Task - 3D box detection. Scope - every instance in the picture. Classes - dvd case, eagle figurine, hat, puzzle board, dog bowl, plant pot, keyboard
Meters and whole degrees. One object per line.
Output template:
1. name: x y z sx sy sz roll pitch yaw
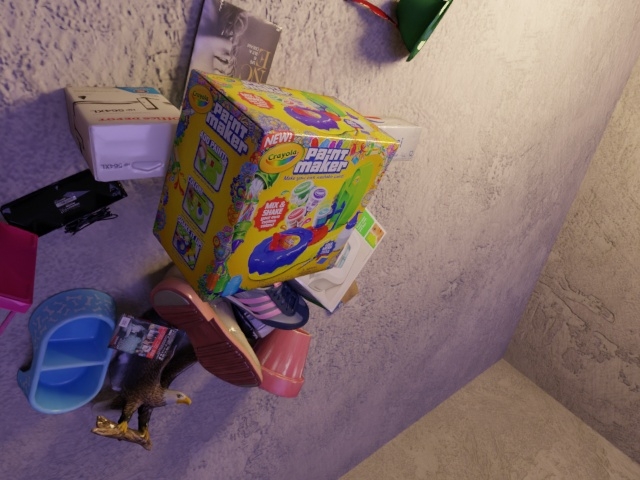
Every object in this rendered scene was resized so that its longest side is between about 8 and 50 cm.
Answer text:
1. dvd case: -0.382 0.209 0.890 0.119 0.013 0.087 23 104 -27
2. dvd case: -0.176 -0.332 0.805 0.165 0.018 0.221 2 118 -42
3. eagle figurine: -0.400 0.341 1.013 0.225 0.298 0.226 24 148 -12
4. hat: 0.187 -0.546 0.961 0.173 0.184 0.208 -53 -179 14
5. puzzle board: 0.074 0.188 1.420 0.128 0.011 0.096 -37 139 -14
6. dog bowl: -0.532 0.245 0.882 0.166 0.074 0.297 7 114 -44
7. plant pot: -0.122 0.342 1.241 0.201 0.201 0.180 30 82 -49
8. keyboard: -0.459 -0.061 0.758 0.192 0.038 0.100 -30 112 -19

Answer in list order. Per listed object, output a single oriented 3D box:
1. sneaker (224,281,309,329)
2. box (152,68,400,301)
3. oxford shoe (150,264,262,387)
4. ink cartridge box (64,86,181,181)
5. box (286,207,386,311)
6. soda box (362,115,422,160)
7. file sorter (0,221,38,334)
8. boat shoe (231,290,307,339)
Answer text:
1. sneaker: -0.118 0.119 0.966 0.131 0.112 0.319 -23 135 38
2. box: -0.073 -0.086 0.669 0.290 0.177 0.279 -11 136 -46
3. oxford shoe: -0.238 0.207 1.003 0.141 0.146 0.397 -11 124 19
4. ink cartridge box: -0.306 -0.179 0.663 0.148 0.203 0.085 -14 128 -35
5. box: 0.000 0.000 1.038 0.262 0.127 0.231 -53 124 -16
6. soda box: 0.129 -0.263 1.068 0.286 0.091 0.098 -11 126 -36
7. file sorter: -0.595 0.052 0.565 0.291 0.202 0.182 31 101 -42
8. boat shoe: -0.103 0.104 1.124 0.340 0.127 0.158 -42 123 -25
